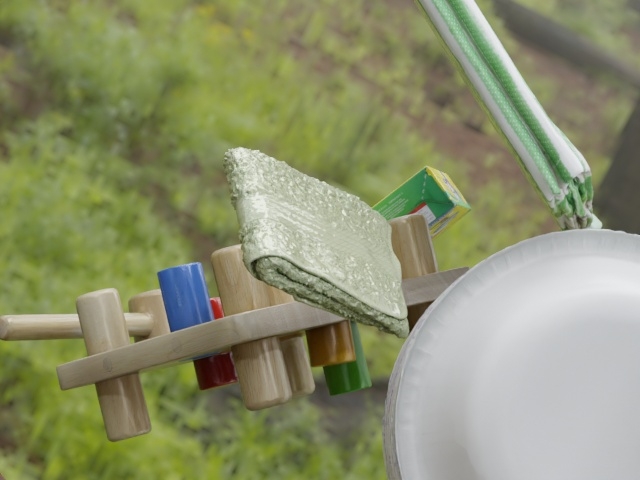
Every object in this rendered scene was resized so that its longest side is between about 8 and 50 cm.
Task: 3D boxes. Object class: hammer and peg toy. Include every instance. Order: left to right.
[{"bbox_3d":[-0.083,0.085,1.629,0.266,0.127,0.361,-10,-5,-43],"label":"hammer and peg toy"}]

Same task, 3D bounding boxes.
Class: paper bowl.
[{"bbox_3d":[0.190,0.132,1.381,0.284,0.284,0.148,27,-10,1],"label":"paper bowl"}]

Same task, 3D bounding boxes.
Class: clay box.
[{"bbox_3d":[0.082,-0.013,1.968,0.053,0.127,0.222,54,7,7],"label":"clay box"}]

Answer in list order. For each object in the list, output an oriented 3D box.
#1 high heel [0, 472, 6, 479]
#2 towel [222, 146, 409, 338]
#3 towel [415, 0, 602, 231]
[{"bbox_3d":[-0.337,0.187,1.266,0.127,0.181,0.377,51,2,26],"label":"high heel"},{"bbox_3d":[0.000,0.000,1.290,0.148,0.027,0.110,24,38,-39],"label":"towel"},{"bbox_3d":[0.141,-0.110,1.525,0.248,0.038,0.325,58,5,13],"label":"towel"}]
